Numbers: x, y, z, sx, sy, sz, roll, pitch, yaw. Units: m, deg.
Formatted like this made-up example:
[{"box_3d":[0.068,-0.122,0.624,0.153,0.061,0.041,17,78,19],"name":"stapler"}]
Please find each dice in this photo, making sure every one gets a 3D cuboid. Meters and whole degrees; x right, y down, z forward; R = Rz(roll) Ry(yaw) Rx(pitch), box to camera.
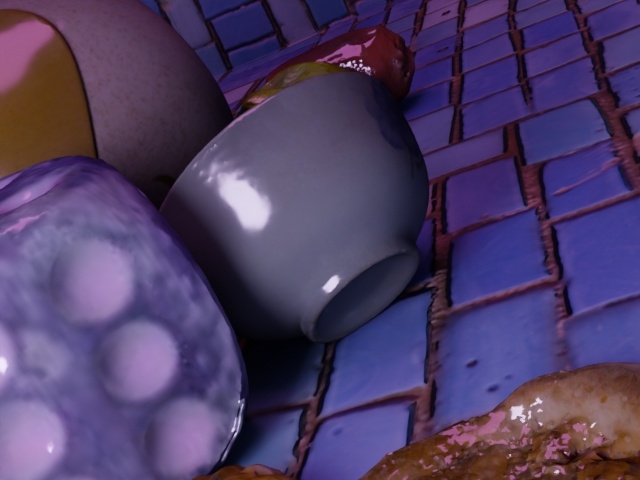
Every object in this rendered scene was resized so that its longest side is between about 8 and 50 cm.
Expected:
[{"box_3d":[-0.242,0.103,0.825,0.270,0.270,0.271,-35,21,-25],"name":"dice"}]

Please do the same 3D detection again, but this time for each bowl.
[{"box_3d":[0.000,0.000,0.919,0.289,0.289,0.146,-33,65,-18],"name":"bowl"}]

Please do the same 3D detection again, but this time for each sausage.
[{"box_3d":[0.023,-0.253,1.637,0.279,0.152,0.152,-23,19,12],"name":"sausage"}]

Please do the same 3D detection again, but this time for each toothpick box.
[{"box_3d":[-0.350,-0.078,1.207,0.425,0.409,0.409,-48,26,-23],"name":"toothpick box"}]

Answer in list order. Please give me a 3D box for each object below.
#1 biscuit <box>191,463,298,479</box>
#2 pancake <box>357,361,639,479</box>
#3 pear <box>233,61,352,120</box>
[{"box_3d":[-0.085,0.202,0.695,0.183,0.061,0.118,-21,17,13],"name":"biscuit"},{"box_3d":[0.117,0.164,0.561,0.282,0.049,0.282,-26,18,9],"name":"pancake"},{"box_3d":[-0.019,-0.168,1.435,0.286,0.176,0.282,-6,24,42],"name":"pear"}]
